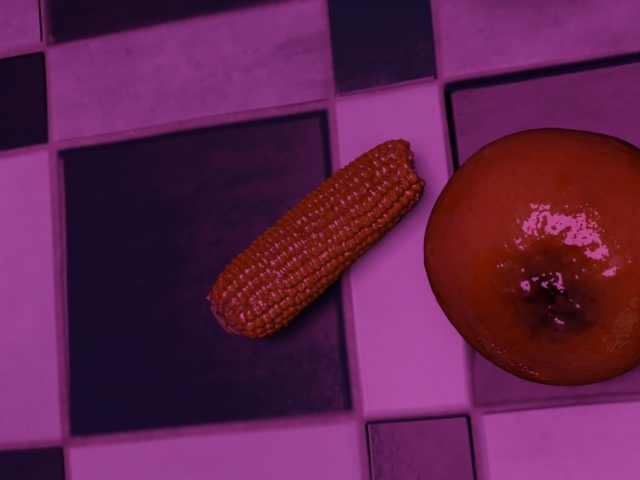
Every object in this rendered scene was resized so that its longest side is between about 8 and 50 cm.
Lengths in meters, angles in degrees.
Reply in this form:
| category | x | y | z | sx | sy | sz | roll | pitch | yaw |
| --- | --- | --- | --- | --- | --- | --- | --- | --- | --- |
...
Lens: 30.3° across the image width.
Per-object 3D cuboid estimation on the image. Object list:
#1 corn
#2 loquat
| category | x | y | z | sx | sy | sz | roll | pitch | yaw |
| --- | --- | --- | --- | --- | --- | --- | --- | --- | --- |
| corn | 0.000 | 0.000 | 1.328 | 0.293 | 0.106 | 0.106 | -39 | 74 | 6 |
| loquat | 0.234 | 0.016 | 1.171 | 0.263 | 0.263 | 0.263 | -2 | 82 | 17 |
